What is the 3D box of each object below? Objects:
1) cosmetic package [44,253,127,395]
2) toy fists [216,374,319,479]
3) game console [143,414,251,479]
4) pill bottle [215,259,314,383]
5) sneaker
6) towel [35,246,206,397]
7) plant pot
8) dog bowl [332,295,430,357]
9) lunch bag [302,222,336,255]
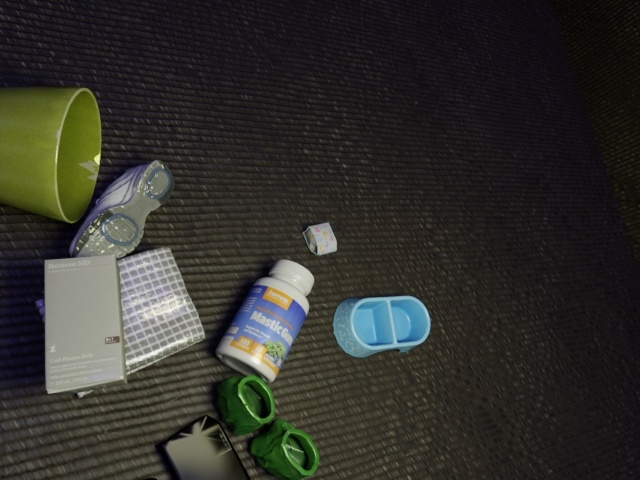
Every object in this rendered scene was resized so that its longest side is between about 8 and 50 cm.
[{"bbox_3d":[-0.430,0.152,0.900,0.127,0.107,0.238,-7,72,-20],"label":"cosmetic package"},{"bbox_3d":[-0.125,0.417,1.092,0.279,0.142,0.096,51,41,-5],"label":"toy fists"},{"bbox_3d":[-0.323,0.541,0.994,0.361,0.044,0.213,-28,88,-32],"label":"game console"},{"bbox_3d":[-0.119,0.184,1.166,0.152,0.152,0.272,35,61,-14],"label":"pill bottle"},{"bbox_3d":[-0.448,-0.061,1.088,0.297,0.129,0.111,-61,140,-38],"label":"sneaker"},{"bbox_3d":[-0.413,0.160,1.031,0.284,0.121,0.235,-21,83,-32],"label":"towel"},{"bbox_3d":[-0.629,-0.191,0.974,0.294,0.275,0.274,8,69,-10],"label":"plant pot"},{"bbox_3d":[0.180,0.231,1.361,0.297,0.074,0.166,1,73,-28],"label":"dog bowl"},{"bbox_3d":[0.000,0.000,1.355,0.071,0.053,0.083,-15,71,-34],"label":"lunch bag"}]
